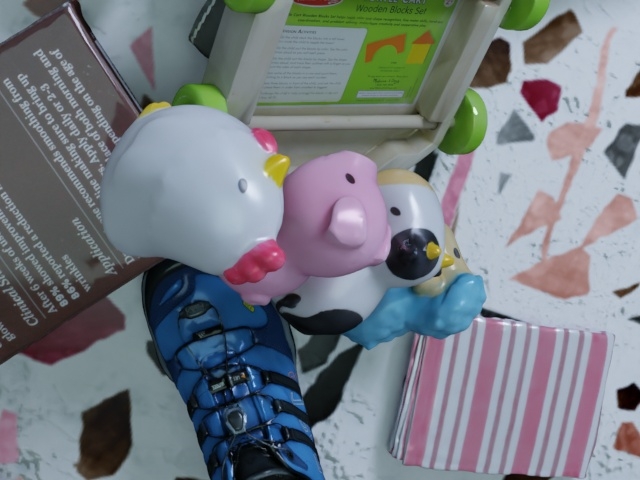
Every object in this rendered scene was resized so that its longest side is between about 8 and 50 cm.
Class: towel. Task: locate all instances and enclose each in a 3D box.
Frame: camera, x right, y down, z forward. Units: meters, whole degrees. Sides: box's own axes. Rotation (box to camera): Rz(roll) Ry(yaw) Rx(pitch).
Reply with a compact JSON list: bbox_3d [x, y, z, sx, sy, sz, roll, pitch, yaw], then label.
[{"bbox_3d":[0.166,0.140,0.933,0.197,0.029,0.144,8,100,-15],"label":"towel"}]

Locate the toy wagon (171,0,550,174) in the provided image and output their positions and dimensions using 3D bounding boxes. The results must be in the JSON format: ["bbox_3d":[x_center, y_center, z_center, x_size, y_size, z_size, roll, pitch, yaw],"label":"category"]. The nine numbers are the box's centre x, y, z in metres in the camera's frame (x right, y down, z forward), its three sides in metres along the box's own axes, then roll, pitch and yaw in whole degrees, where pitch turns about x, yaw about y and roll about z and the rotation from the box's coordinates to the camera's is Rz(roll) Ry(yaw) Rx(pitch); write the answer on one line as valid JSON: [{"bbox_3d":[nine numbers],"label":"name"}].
[{"bbox_3d":[0.044,-0.169,0.732,0.267,0.068,0.344,-5,132,-36],"label":"toy wagon"}]

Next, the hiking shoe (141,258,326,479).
[{"bbox_3d":[-0.053,0.140,0.834,0.113,0.132,0.304,-24,105,-5],"label":"hiking shoe"}]

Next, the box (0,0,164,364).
[{"bbox_3d":[-0.289,0.005,0.759,0.381,0.143,0.191,-33,107,-4],"label":"box"}]

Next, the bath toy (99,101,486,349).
[{"bbox_3d":[0.000,0.000,0.719,0.151,0.129,0.348,-55,148,7],"label":"bath toy"}]

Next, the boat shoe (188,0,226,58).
[{"bbox_3d":[-0.025,-0.271,0.768,0.091,0.109,0.305,28,93,-10],"label":"boat shoe"}]
